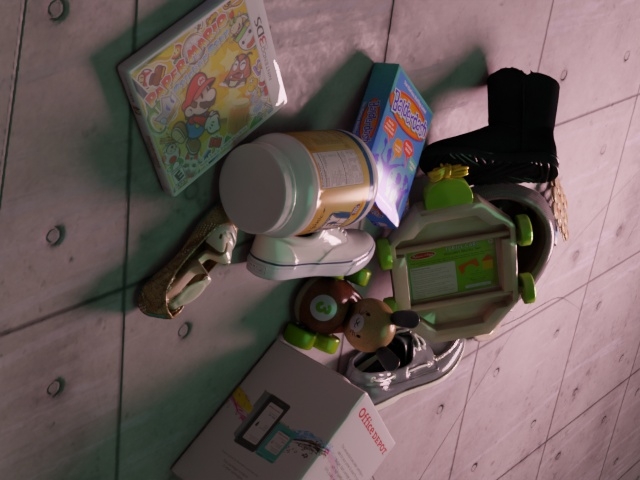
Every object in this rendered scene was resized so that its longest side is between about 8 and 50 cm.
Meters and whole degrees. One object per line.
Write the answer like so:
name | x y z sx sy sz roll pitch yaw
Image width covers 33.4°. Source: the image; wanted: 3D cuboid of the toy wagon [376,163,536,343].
toy wagon | 0.232 0.017 1.847 0.267 0.068 0.344 -10 116 -3

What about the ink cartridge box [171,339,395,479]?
ink cartridge box | -0.051 0.343 1.699 0.270 0.197 0.198 -50 144 -18

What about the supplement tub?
supplement tub | -0.029 -0.080 1.488 0.200 0.144 0.144 -11 121 -50

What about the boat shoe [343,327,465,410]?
boat shoe | 0.161 0.213 1.971 0.319 0.116 0.099 -25 135 -36

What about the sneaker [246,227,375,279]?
sneaker | 0.000 0.000 1.627 0.258 0.094 0.091 -11 125 -49

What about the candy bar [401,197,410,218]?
candy bar | 0.141 -0.066 1.841 0.040 0.018 0.161 -41 140 -29

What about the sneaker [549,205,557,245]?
sneaker | 0.467 -0.046 2.269 0.162 0.063 0.073 43 58 -59

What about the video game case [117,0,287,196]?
video game case | -0.142 -0.198 1.365 0.227 0.026 0.206 -43 141 -27

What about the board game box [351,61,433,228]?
board game box | 0.103 -0.146 1.662 0.160 0.047 0.210 42 62 -55

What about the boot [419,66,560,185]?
boot | 0.298 -0.203 1.871 0.094 0.247 0.207 83 10 -58

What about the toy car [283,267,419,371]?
toy car | 0.063 0.131 1.716 0.149 0.188 0.155 18 97 -56

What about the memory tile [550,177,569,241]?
memory tile | 0.514 -0.073 2.288 0.148 0.012 0.113 47 42 -55

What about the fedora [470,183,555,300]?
fedora | 0.293 0.000 1.954 0.244 0.124 0.275 27 110 -17

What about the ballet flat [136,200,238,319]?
ballet flat | -0.162 0.031 1.456 0.206 0.067 0.073 -52 143 -17

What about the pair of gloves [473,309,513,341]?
pair of gloves | 0.372 0.104 2.244 0.204 0.042 0.240 16 100 -56
